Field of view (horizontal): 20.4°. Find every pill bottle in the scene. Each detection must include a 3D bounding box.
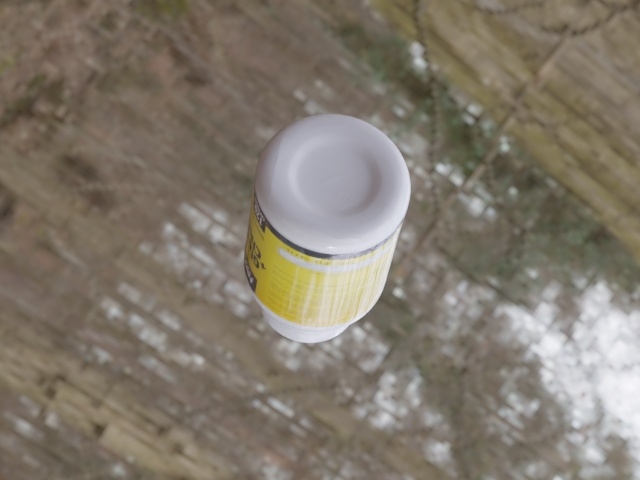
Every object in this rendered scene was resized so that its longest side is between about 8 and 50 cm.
[{"bbox_3d":[0.000,0.000,1.223,0.184,0.103,0.103,102,10,-62],"label":"pill bottle"}]
